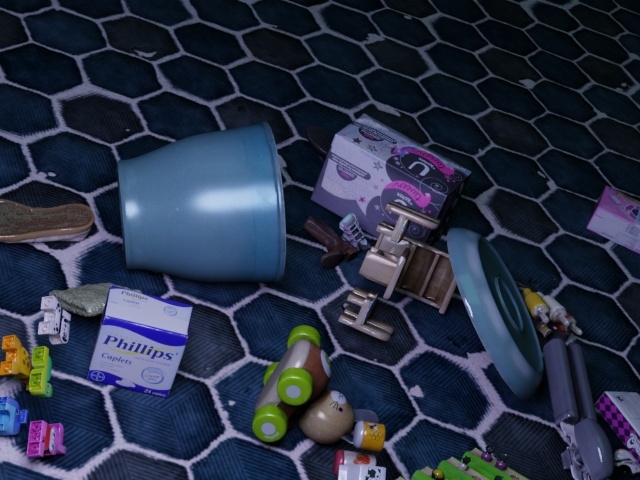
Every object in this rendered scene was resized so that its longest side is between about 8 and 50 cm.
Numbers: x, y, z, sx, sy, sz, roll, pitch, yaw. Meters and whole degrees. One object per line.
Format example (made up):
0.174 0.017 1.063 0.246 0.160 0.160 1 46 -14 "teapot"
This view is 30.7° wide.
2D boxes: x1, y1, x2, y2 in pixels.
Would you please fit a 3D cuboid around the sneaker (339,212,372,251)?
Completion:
0.071 -0.009 2.150 0.038 0.098 0.069 -42 69 -7 "sneaker"

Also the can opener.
0.436 0.277 1.931 0.076 0.095 0.283 18 47 -24 "can opener"

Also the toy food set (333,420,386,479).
0.023 0.360 1.599 0.105 0.111 0.232 10 63 -7 "toy food set"

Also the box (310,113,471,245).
0.134 -0.106 2.241 0.247 0.163 0.142 30 34 13 "box"

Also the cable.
0.389 0.091 2.183 0.139 0.072 0.287 24 23 -37 "cable"

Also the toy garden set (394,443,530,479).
0.239 0.355 1.616 0.204 0.049 0.244 28 20 33 "toy garden set"

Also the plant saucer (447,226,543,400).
0.303 0.115 1.967 0.317 0.044 0.317 53 22 -32 "plant saucer"

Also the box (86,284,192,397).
-0.266 0.150 1.715 0.126 0.137 0.072 15 37 -9 "box"

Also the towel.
-0.347 0.088 1.799 0.110 0.027 0.148 -11 13 -35 "towel"

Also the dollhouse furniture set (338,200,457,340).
0.156 0.058 2.002 0.161 0.212 0.242 23 8 5 "dollhouse furniture set"

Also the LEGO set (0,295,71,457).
-0.394 0.203 1.624 0.087 0.093 0.227 -8 63 16 "LEGO set"

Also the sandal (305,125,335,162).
0.036 -0.166 2.388 0.179 0.040 0.067 39 42 0 "sandal"

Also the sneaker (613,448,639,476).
0.519 0.376 1.923 0.083 0.032 0.037 24 58 -2 "sneaker"

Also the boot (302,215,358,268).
0.000 0.000 2.140 0.114 0.037 0.106 43 27 23 "boot"

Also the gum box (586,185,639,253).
0.680 -0.032 2.515 0.188 0.062 0.107 27 36 8 "gum box"

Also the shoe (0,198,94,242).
-0.483 -0.023 1.913 0.219 0.058 0.076 1 60 -21 "shoe"

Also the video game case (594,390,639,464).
0.595 0.350 1.948 0.210 0.042 0.232 8 35 -38 "video game case"

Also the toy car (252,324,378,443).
0.010 0.245 1.746 0.188 0.149 0.155 29 24 -8 "toy car"

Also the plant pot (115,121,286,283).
-0.205 -0.051 1.933 0.255 0.271 0.271 -6 41 -10 "plant pot"
